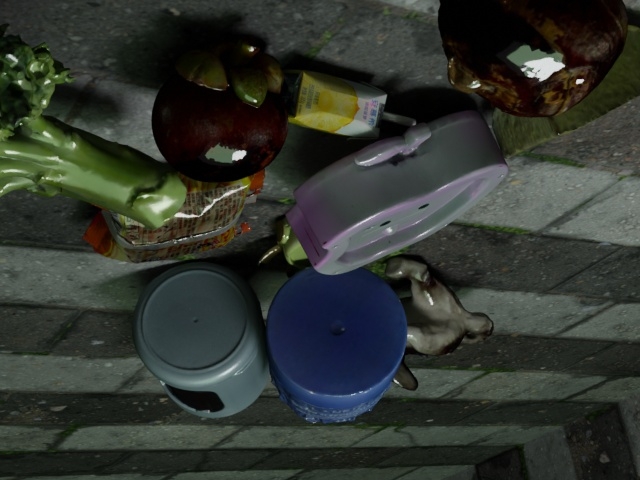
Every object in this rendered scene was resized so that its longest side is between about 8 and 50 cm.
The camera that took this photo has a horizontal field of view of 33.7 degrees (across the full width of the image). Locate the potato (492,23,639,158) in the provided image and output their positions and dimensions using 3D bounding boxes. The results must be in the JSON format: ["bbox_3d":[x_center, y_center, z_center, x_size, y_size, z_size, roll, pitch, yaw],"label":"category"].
[{"bbox_3d":[0.320,-0.197,1.476,0.269,0.112,0.255,-24,179,-32],"label":"potato"}]

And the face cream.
[{"bbox_3d":[0.025,0.190,1.903,0.248,0.249,0.225,-8,159,-4],"label":"face cream"}]

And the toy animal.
[{"bbox_3d":[0.166,0.197,2.204,0.302,0.194,0.344,18,150,-36],"label":"toy animal"}]

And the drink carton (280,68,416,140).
[{"bbox_3d":[0.035,-0.182,1.453,0.200,0.084,0.074,10,-179,-36],"label":"drink carton"}]

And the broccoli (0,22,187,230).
[{"bbox_3d":[-0.400,-0.091,1.321,0.353,0.275,0.397,10,175,28],"label":"broccoli"}]

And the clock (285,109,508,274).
[{"bbox_3d":[0.113,-0.068,1.586,0.338,0.102,0.338,-26,168,-6],"label":"clock"}]

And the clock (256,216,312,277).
[{"bbox_3d":[0.000,0.000,1.854,0.232,0.069,0.170,-27,150,34],"label":"clock"}]

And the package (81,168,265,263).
[{"bbox_3d":[-0.230,-0.035,1.651,0.288,0.109,0.223,-6,157,-15],"label":"package"}]

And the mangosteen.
[{"bbox_3d":[-0.123,-0.170,1.339,0.199,0.200,0.200,-8,156,-4],"label":"mangosteen"}]

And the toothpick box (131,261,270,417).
[{"bbox_3d":[-0.205,0.200,2.039,0.262,0.263,0.355,-9,157,-1],"label":"toothpick box"}]

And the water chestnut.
[{"bbox_3d":[0.250,-0.261,1.240,0.223,0.238,0.224,25,164,8],"label":"water chestnut"}]
